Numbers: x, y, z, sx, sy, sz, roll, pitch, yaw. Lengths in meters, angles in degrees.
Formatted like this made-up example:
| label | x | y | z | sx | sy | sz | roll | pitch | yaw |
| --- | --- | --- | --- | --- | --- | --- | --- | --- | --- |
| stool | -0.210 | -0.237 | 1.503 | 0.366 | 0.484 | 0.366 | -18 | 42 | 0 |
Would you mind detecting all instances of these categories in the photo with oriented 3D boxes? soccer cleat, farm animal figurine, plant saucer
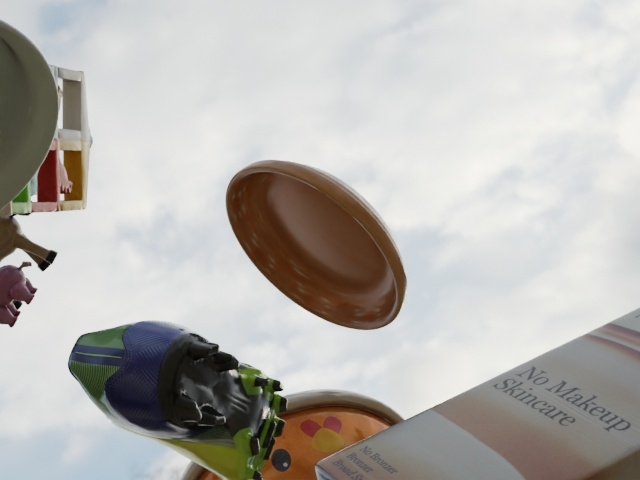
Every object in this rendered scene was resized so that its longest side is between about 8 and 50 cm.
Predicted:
| label | x | y | z | sx | sy | sz | roll | pitch | yaw |
| --- | --- | --- | --- | --- | --- | --- | --- | --- | --- |
| soccer cleat | -0.108 | 0.131 | 0.970 | 0.121 | 0.093 | 0.289 | 9 | -20 | 18 |
| farm animal figurine | -0.520 | 0.120 | 1.564 | 0.172 | 0.330 | 0.327 | 36 | -48 | -13 |
| plant saucer | 0.000 | 0.000 | 1.116 | 0.037 | 0.200 | 0.200 | -49 | -31 | -31 |

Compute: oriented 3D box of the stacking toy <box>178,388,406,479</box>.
| label | x | y | z | sx | sy | sz | roll | pitch | yaw |
| --- | --- | --- | --- | --- | --- | --- | --- | --- | --- |
| stacking toy | 0.043 | 0.436 | 1.402 | 0.351 | 0.480 | 0.350 | -12 | -56 | -18 |

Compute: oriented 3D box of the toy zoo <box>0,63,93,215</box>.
| label | x | y | z | sx | sy | sz | roll | pitch | yaw |
| --- | --- | --- | --- | --- | --- | --- | --- | --- | --- |
| toy zoo | -0.355 | -0.132 | 1.548 | 0.030 | 0.192 | 0.293 | 0 | 3 | 11 |

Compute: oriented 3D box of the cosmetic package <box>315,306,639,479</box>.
| label | x | y | z | sx | sy | sz | roll | pitch | yaw |
| --- | --- | --- | --- | --- | --- | --- | --- | --- | --- |
| cosmetic package | 0.165 | 0.168 | 0.806 | 0.296 | 0.153 | 0.129 | -22 | -67 | -24 |

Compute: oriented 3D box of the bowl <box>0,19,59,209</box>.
| label | x | y | z | sx | sy | sz | roll | pitch | yaw |
| --- | --- | --- | --- | --- | --- | --- | --- | --- | --- |
| bowl | -0.409 | -0.131 | 1.118 | 0.298 | 0.134 | 0.298 | -24 | -35 | -19 |
